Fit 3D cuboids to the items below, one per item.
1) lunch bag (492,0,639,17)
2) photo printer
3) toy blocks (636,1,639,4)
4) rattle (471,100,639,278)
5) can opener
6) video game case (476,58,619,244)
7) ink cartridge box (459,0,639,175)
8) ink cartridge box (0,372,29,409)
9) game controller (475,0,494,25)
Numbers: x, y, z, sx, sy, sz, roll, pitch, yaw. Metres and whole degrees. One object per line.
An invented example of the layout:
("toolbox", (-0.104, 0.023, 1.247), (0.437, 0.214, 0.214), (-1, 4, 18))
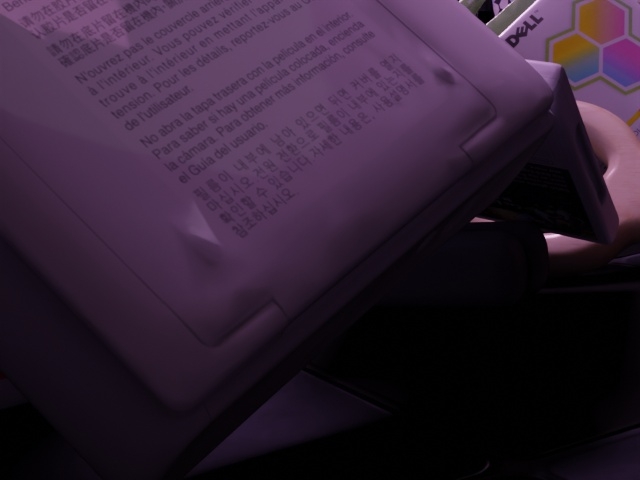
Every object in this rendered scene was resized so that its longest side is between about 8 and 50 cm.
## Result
("lunch bag", (0.413, -0.271, 1.299), (0.385, 0.328, 0.239), (1, 17, 45))
("photo printer", (-0.088, -0.081, 0.469), (0.256, 0.307, 0.107), (-40, -12, -35))
("toy blocks", (0.322, -0.144, 1.076), (0.381, 0.190, 0.261), (-9, -9, 4))
("rattle", (0.187, -0.001, 0.727), (0.200, 0.142, 0.130), (14, 51, 25))
("can opener", (0.000, 0.000, 0.700), (0.280, 0.093, 0.074), (4, 13, 31))
("video game case", (0.060, -0.058, 0.627), (0.190, 0.022, 0.173), (13, -18, 29))
("ink cartridge box", (0.208, -0.154, 0.915), (0.109, 0.209, 0.062), (-43, -10, -11))
("ink cartridge box", (-0.177, -0.013, 0.570), (0.140, 0.190, 0.082), (-13, 12, -28))
("game controller", (0.260, -0.280, 1.512), (0.067, 0.319, 0.166), (21, 26, 36))
